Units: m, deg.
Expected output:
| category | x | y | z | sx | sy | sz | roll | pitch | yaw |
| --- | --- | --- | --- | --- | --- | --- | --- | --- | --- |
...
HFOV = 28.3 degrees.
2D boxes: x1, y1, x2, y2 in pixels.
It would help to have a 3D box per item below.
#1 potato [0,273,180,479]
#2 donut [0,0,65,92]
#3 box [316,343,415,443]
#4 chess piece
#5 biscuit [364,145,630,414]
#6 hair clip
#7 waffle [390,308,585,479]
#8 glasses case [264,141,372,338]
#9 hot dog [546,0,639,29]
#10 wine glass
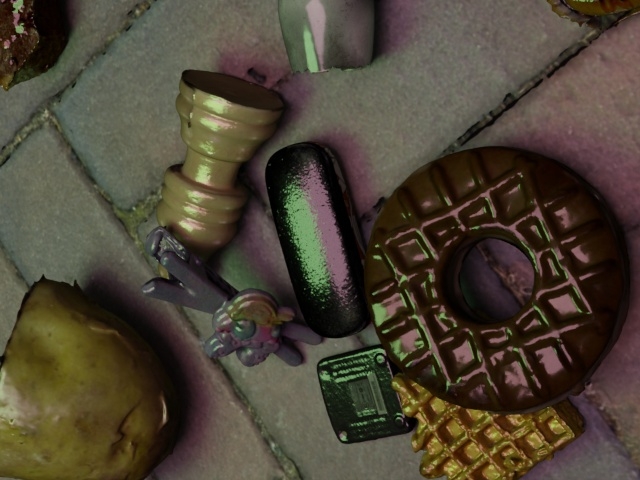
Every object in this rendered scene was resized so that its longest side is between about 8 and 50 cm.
| category | x | y | z | sx | sy | sz | roll | pitch | yaw |
| --- | --- | --- | --- | --- | --- | --- | --- | --- | --- |
| potato | -0.320 | 0.227 | 1.832 | 0.237 | 0.301 | 0.288 | 13 | 141 | 5 |
| donut | -0.399 | -0.370 | 1.810 | 0.151 | 0.112 | 0.295 | 44 | 115 | 16 |
| box | 0.059 | 0.211 | 1.730 | 0.125 | 0.027 | 0.126 | -17 | 91 | 30 |
| chess piece | -0.155 | -0.068 | 1.747 | 0.139 | 0.124 | 0.307 | 11 | 114 | -13 |
| biscuit | 0.210 | 0.045 | 1.534 | 0.332 | 0.103 | 0.332 | -1 | 86 | 19 |
| hair clip | -0.132 | 0.094 | 1.719 | 0.278 | 0.090 | 0.137 | 36 | 113 | -11 |
| waffle | 0.191 | 0.219 | 1.643 | 0.219 | 0.057 | 0.229 | -45 | 77 | 27 |
| glasses case | 0.000 | 0.000 | 1.689 | 0.103 | 0.067 | 0.266 | -12 | 95 | 26 |
| hot dog | 0.368 | -0.343 | 1.423 | 0.270 | 0.082 | 0.162 | -19 | 89 | 31 |
| wine glass | 0.004 | -0.331 | 1.594 | 0.126 | 0.126 | 0.241 | -2 | 96 | 28 |
